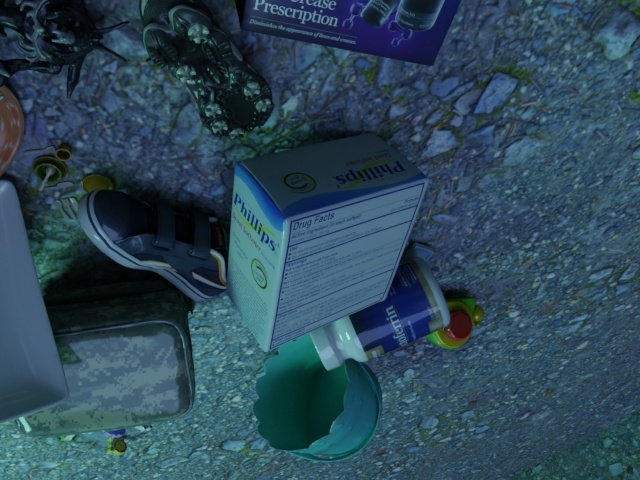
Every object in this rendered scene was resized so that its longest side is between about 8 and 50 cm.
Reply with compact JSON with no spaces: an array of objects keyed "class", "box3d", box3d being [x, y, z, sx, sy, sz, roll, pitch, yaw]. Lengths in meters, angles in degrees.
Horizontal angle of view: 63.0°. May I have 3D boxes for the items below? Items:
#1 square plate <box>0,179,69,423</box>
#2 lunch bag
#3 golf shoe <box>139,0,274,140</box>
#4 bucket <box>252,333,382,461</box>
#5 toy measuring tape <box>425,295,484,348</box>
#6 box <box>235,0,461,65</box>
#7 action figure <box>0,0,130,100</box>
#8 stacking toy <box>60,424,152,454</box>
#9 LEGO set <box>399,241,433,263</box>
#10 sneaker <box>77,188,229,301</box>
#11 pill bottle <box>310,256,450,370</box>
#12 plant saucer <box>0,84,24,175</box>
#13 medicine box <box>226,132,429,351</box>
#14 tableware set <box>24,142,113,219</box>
[{"class":"square plate","box3d":[-0.545,0.101,0.668,0.347,0.344,0.049,-12,173,-45]},{"class":"lunch bag","box3d":[-0.381,0.181,0.934,0.305,0.256,0.213,-7,110,-11]},{"class":"golf shoe","box3d":[-0.141,-0.234,0.689,0.105,0.120,0.273,-26,158,3]},{"class":"bucket","box3d":[0.001,0.373,1.233,0.281,0.281,0.183,-35,137,20]},{"class":"toy measuring tape","box3d":[0.238,0.198,1.200,0.330,0.121,0.121,-4,136,-21]},{"class":"box","box3d":[0.043,-0.335,0.629,0.261,0.103,0.184,3,131,-18]},{"class":"action figure","box3d":[-0.365,-0.243,0.585,0.275,0.141,0.164,6,122,-18]},{"class":"stacking toy","box3d":[-0.564,0.481,1.336,0.221,0.052,0.167,28,122,-35]},{"class":"LEGO set","box3d":[0.102,0.087,1.110,0.182,0.060,0.244,19,128,-26]},{"class":"sneaker","box3d":[-0.241,-0.005,0.874,0.127,0.126,0.321,-24,147,16]},{"class":"pill bottle","box3d":[0.110,0.151,1.047,0.264,0.153,0.153,-24,136,1]},{"class":"plant saucer","box3d":[-0.481,-0.131,0.666,0.037,0.200,0.200,37,129,12]},{"class":"medicine box","box3d":[0.000,0.000,0.856,0.263,0.149,0.289,-18,138,-31]},{"class":"tableware set","box3d":[-0.385,-0.085,0.823,0.104,0.024,0.154,-11,136,-5]}]
